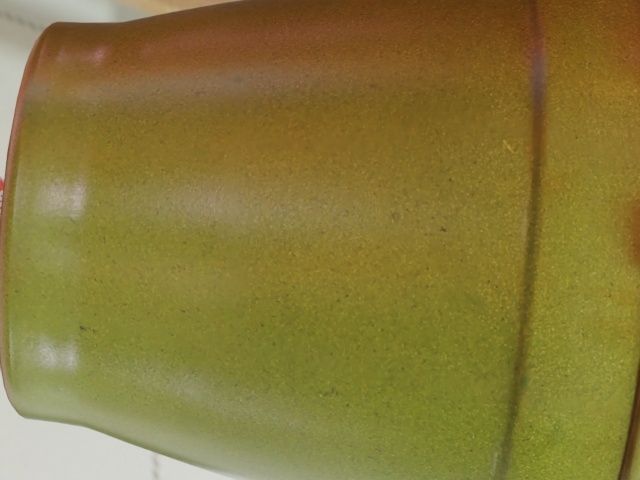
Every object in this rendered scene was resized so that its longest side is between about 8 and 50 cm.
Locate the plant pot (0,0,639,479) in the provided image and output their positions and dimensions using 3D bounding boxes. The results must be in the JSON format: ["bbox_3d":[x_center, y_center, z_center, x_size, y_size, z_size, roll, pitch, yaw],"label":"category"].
[{"bbox_3d":[0.000,0.000,1.035,0.353,0.366,0.366,5,58,-1],"label":"plant pot"}]

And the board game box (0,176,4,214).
[{"bbox_3d":[-0.551,0.024,1.542,0.356,0.357,0.356,51,49,-56],"label":"board game box"}]
